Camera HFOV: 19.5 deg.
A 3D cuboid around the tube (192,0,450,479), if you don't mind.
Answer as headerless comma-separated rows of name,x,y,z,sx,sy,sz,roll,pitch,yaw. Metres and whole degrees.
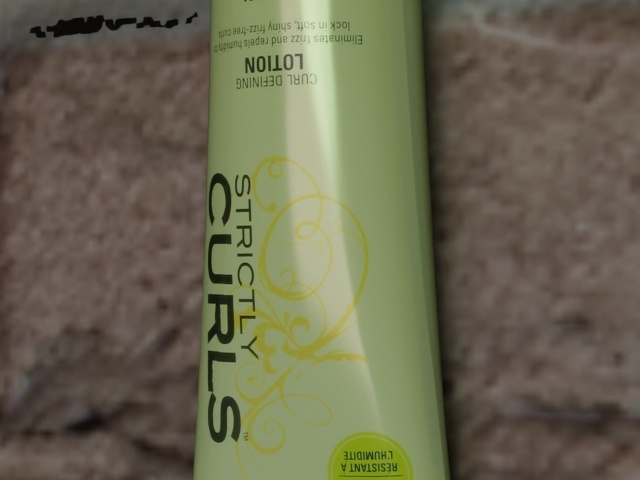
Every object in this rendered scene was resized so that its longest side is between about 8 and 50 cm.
tube,0.000,0.000,0.540,0.070,0.062,0.240,176,95,-67
